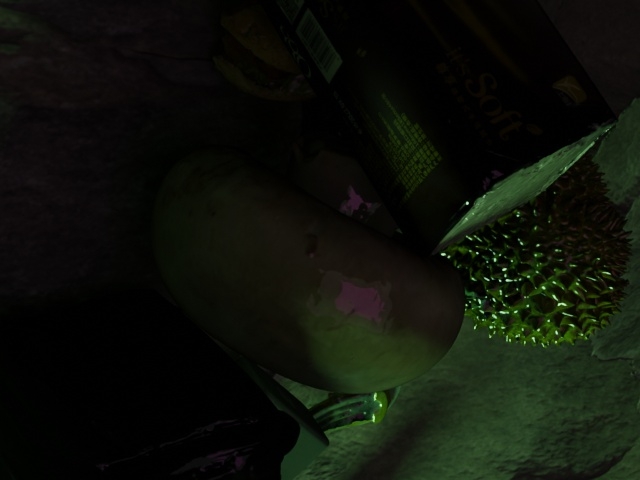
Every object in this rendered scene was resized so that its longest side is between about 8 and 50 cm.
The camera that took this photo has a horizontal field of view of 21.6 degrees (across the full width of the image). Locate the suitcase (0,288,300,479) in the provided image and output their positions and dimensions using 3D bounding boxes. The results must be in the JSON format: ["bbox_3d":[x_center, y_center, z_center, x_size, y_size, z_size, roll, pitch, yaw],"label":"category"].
[{"bbox_3d":[-0.234,0.212,1.779,0.339,0.345,0.188,-13,126,-31],"label":"suitcase"}]

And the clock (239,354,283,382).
[{"bbox_3d":[-0.100,0.174,2.059,0.129,0.041,0.087,30,98,-47],"label":"clock"}]

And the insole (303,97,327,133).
[{"bbox_3d":[-0.004,-0.149,1.981,0.053,0.002,0.153,-27,127,-23],"label":"insole"}]

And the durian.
[{"bbox_3d":[0.251,0.005,2.084,0.224,0.291,0.291,-33,129,-23],"label":"durian"}]

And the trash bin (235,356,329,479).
[{"bbox_3d":[-0.126,0.267,2.023,0.236,0.101,0.177,-41,134,3],"label":"trash bin"}]

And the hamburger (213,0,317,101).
[{"bbox_3d":[0.017,-0.221,1.872,0.262,0.131,0.124,-24,151,-27],"label":"hamburger"}]

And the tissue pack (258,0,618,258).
[{"bbox_3d":[0.096,-0.196,1.702,0.198,0.370,0.210,-28,170,-23],"label":"tissue pack"}]

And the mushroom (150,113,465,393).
[{"bbox_3d":[0.000,0.000,1.827,0.362,0.362,0.295,26,91,-42],"label":"mushroom"}]

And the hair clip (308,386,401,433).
[{"bbox_3d":[0.024,0.227,2.182,0.188,0.033,0.060,-16,124,-32],"label":"hair clip"}]
